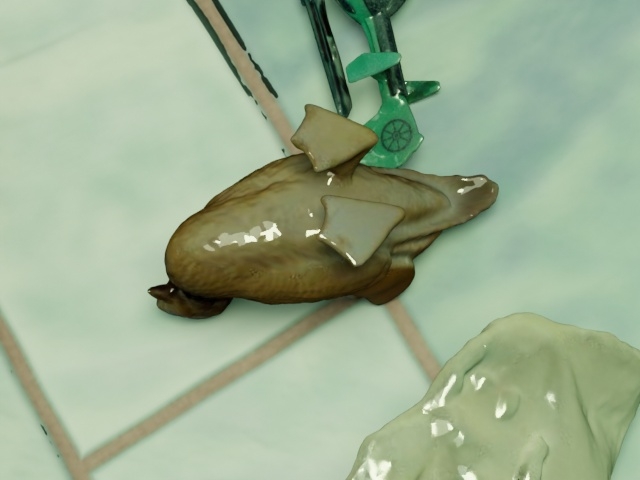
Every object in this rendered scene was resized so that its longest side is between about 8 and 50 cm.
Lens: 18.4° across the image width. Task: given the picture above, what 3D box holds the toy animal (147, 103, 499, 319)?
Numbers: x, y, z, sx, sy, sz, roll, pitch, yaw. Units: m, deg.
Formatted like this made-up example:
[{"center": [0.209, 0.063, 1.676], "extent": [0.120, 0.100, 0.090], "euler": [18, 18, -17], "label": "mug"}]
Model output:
[{"center": [0.000, 0.000, 1.074], "extent": [0.188, 0.179, 0.089], "euler": [-7, 71, -28], "label": "toy animal"}]

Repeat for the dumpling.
[{"center": [0.070, 0.124, 1.006], "extent": [0.229, 0.151, 0.124], "euler": [-49, 46, -1], "label": "dumpling"}]

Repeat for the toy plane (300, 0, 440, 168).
[{"center": [0.025, -0.152, 1.124], "extent": [0.096, 0.060, 0.235], "euler": [-18, 71, 16], "label": "toy plane"}]
